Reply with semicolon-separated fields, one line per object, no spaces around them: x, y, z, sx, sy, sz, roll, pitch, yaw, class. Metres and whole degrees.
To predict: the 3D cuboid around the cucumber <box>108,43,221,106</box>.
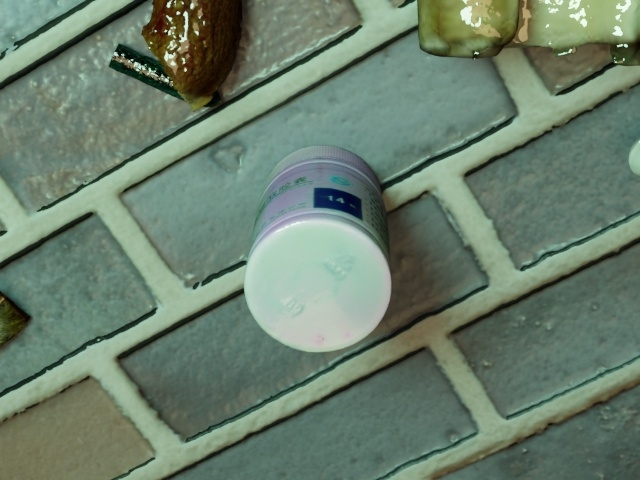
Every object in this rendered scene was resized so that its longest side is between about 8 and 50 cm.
-0.175;-0.185;1.261;0.133;0.032;0.032;23;111;-9;cucumber

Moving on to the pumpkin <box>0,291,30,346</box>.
-0.419;0.102;1.382;0.101;0.035;0.073;-36;119;11;pumpkin

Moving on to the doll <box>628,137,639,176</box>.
0.504;-0.133;1.229;0.252;0.111;0.237;22;112;-17;doll

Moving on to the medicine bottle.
0.000;0.000;1.212;0.152;0.254;0.152;0;112;0;medicine bottle

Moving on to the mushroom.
0.259;-0.380;1.105;0.314;0.224;0.397;3;104;18;mushroom

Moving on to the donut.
-0.157;-0.291;1.165;0.151;0.112;0.295;-29;104;7;donut
